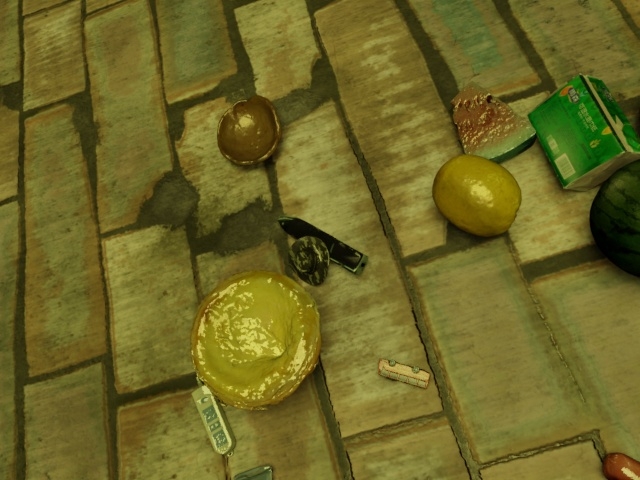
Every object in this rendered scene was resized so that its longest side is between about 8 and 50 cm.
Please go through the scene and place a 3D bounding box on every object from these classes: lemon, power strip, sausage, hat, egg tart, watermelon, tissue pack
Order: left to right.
[{"bbox_3d":[-0.241,0.390,1.058,0.048,0.030,0.191,-31,66,-1],"label":"power strip"},{"bbox_3d":[-0.137,0.216,1.055,0.315,0.120,0.314,-4,67,10],"label":"egg tart"},{"bbox_3d":[-0.032,0.050,1.107,0.121,0.050,0.121,2,94,28],"label":"hat"},{"bbox_3d":[0.340,-0.102,1.044,0.207,0.170,0.170,40,82,24],"label":"lemon"},{"bbox_3d":[0.396,-0.291,1.155,0.154,0.094,0.241,-27,64,13],"label":"watermelon"},{"bbox_3d":[0.599,-0.233,1.053,0.156,0.148,0.208,1,62,-31],"label":"tissue pack"},{"bbox_3d":[0.560,0.422,0.848,0.094,0.059,0.054,29,61,25],"label":"sausage"},{"bbox_3d":[0.650,-0.045,0.908,0.243,0.242,0.242,-4,69,11],"label":"watermelon"}]

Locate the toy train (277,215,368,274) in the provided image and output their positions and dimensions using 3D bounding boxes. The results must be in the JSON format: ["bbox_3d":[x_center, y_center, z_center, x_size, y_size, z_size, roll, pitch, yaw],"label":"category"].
[{"bbox_3d":[0.000,0.000,1.146,0.252,0.048,0.055,31,99,27],"label":"toy train"}]

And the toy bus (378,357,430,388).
[{"bbox_3d":[0.176,0.281,1.006,0.110,0.031,0.043,12,79,17],"label":"toy bus"}]

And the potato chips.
[{"bbox_3d":[-0.186,-0.290,1.291,0.208,0.062,0.195,42,88,22],"label":"potato chips"}]

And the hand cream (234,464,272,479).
[{"bbox_3d":[-0.112,0.590,0.941,0.088,0.055,0.255,-23,64,12],"label":"hand cream"}]
